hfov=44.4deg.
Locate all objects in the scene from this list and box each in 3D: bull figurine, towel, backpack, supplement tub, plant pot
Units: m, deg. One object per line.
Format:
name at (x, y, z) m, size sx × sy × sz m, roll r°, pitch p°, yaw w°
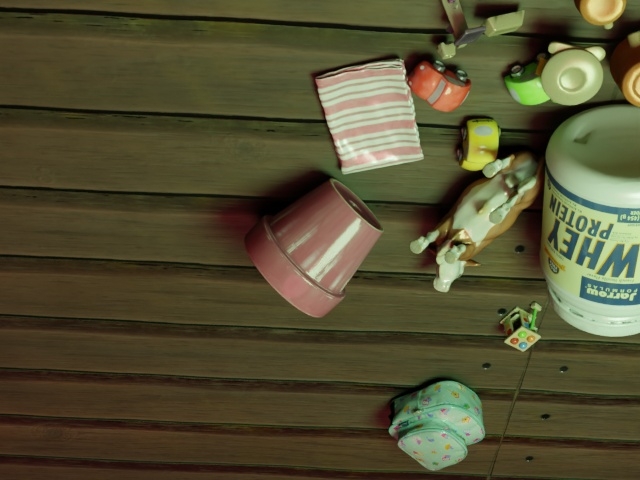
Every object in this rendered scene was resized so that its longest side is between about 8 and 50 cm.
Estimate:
bull figurine at (0.260, -0.030, 1.327) m, size 0.101 × 0.188 × 0.310 m, roll 43°, pitch 118°, yaw 14°
towel at (0.082, -0.194, 1.264) m, size 0.144 × 0.029 × 0.197 m, roll -10°, pitch 130°, yaw 10°
backpack at (0.259, 0.397, 1.697) m, size 0.188 × 0.144 × 0.166 m, roll -36°, pitch 116°, yaw 24°
supplement tub at (0.477, -0.027, 1.264) m, size 0.235 × 0.235 × 0.325 m, roll -5°, pitch 130°, yaw 6°
plant pot at (0.000, 0.000, 1.338) m, size 0.201 × 0.201 × 0.180 m, roll 38°, pitch 106°, yaw -27°

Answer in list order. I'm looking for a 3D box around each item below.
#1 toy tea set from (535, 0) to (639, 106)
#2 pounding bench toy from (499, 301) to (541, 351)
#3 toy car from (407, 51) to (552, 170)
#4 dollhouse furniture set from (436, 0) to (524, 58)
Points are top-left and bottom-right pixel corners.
toy tea set at (0.439, -0.339, 1.092) m, size 0.200 × 0.124 × 0.336 m, roll 15°, pitch 127°, yaw 5°
pounding bench toy at (0.405, 0.168, 1.545) m, size 0.052 × 0.065 × 0.083 m, roll 26°, pitch 126°, yaw -20°
toy car at (0.280, -0.217, 1.214) m, size 0.225 × 0.053 × 0.239 m, roll -26°, pitch 131°, yaw 18°
dollhouse furniture set at (0.229, -0.331, 1.154) m, size 0.114 × 0.081 × 0.091 m, roll -16°, pitch 172°, yaw -18°
